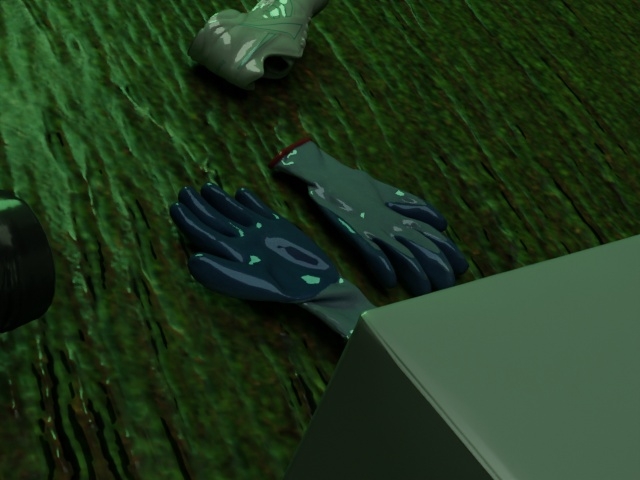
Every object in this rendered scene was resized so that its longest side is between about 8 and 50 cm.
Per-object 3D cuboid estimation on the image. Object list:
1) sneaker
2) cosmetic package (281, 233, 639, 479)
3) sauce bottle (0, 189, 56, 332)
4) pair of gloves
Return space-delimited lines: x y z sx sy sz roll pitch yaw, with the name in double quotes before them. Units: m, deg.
"sneaker" -0.035 -0.154 0.943 0.061 0.054 0.152 42 46 8
"cosmetic package" 0.097 0.127 0.525 0.224 0.225 0.138 -12 50 -39
"sauce bottle" -0.272 0.051 0.515 0.344 0.111 0.111 -20 55 -45
"pair of gloves" 0.000 0.000 0.794 0.159 0.023 0.198 37 38 18
